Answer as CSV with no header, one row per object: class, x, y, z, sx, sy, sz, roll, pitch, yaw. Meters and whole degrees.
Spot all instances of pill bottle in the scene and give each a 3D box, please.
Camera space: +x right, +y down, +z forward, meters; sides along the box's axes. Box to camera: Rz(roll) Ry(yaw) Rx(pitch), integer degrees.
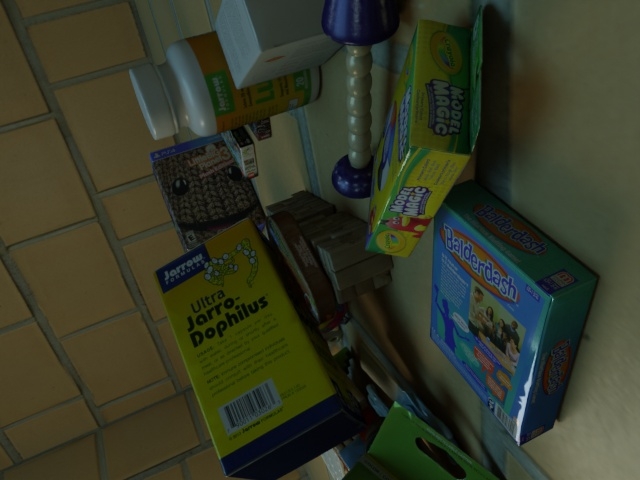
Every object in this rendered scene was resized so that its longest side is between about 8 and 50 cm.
pill bottle,-0.137,-0.230,0.820,0.136,0.245,0.136,59,162,32

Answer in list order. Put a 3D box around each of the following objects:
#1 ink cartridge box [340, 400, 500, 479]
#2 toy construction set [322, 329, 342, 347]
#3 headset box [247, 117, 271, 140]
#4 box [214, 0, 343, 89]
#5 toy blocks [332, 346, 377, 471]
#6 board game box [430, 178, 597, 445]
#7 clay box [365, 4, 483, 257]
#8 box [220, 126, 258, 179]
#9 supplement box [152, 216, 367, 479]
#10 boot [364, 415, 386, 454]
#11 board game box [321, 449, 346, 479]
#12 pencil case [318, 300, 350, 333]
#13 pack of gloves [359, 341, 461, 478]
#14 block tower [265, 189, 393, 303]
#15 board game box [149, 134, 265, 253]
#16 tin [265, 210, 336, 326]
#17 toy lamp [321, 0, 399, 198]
ink cartridge box,0.111,0.377,0.788,0.188,0.097,0.255,34,127,22
toy construction set,-0.099,0.151,1.307,0.328,0.214,0.151,51,125,44
headset box,-0.129,-0.251,1.175,0.062,0.032,0.083,57,159,37
box,-0.043,-0.259,0.682,0.170,0.130,0.091,-178,69,-73
toy blocks,0.059,0.381,1.151,0.261,0.190,0.381,48,167,32
board game box,0.168,0.070,0.549,0.160,0.047,0.210,-126,21,-45
clay box,0.086,-0.087,0.509,0.222,0.053,0.128,101,177,-64
box,-0.218,-0.263,1.458,0.207,0.036,0.114,58,162,34
supplement box,-0.100,0.179,0.940,0.357,0.195,0.194,61,-179,28
boot,0.164,0.424,0.928,0.306,0.112,0.115,64,179,-1
board game box,0.000,0.555,1.777,0.390,0.050,0.390,46,154,54
pencil case,-0.029,0.091,1.176,0.236,0.104,0.105,48,155,48
pack of gloves,0.155,0.284,0.927,0.232,0.046,0.195,43,153,36
block tower,0.000,0.000,0.951,0.335,0.097,0.091,-143,35,-65
board game box,-0.315,-0.127,1.605,0.291,0.231,0.141,66,164,8
tin,-0.031,0.040,0.876,0.190,0.040,0.106,62,167,19
toy lamp,0.043,-0.166,0.618,0.080,0.080,0.275,58,163,35
